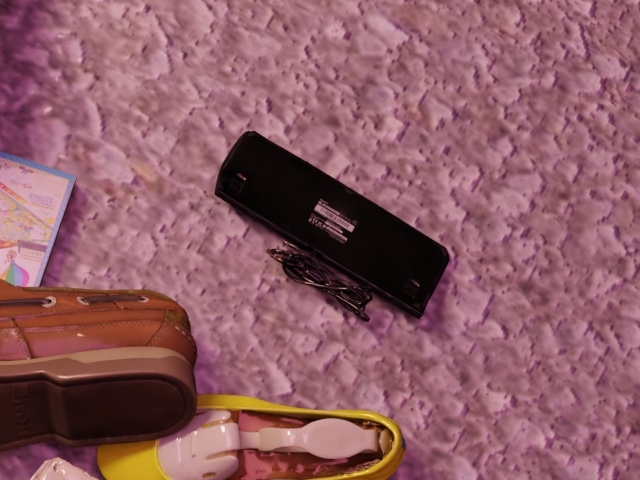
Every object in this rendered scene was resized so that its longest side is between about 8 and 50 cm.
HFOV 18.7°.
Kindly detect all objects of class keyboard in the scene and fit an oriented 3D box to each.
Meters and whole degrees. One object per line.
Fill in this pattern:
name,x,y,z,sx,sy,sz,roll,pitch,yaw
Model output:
keyboard,0.000,0.000,1.505,0.192,0.038,0.100,31,52,-1

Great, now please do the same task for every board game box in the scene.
board game box,-0.272,-0.023,1.458,0.154,0.026,0.103,19,76,-6

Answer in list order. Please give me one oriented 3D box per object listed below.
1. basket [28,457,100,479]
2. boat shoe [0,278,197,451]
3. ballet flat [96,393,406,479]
basket,-0.157,0.240,1.383,0.167,0.103,0.113,34,74,-1
boat shoe,-0.243,0.088,1.407,0.307,0.111,0.104,3,44,-11
ballet flat,-0.048,0.149,1.435,0.231,0.077,0.077,1,80,-9
